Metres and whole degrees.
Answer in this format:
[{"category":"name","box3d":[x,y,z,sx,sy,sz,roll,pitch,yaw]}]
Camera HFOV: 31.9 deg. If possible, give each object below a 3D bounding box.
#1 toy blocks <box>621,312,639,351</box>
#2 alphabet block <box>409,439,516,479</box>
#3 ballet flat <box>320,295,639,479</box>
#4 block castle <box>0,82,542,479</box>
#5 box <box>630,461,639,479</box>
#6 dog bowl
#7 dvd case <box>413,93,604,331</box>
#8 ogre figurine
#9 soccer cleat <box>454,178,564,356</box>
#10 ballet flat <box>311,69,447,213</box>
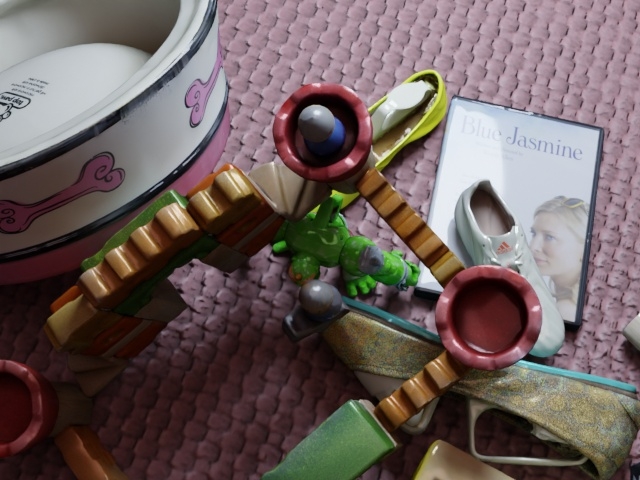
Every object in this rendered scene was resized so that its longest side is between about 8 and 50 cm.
[{"category":"toy blocks","box3d":[0.513,0.049,1.077,0.309,0.288,0.260,-36,68,-21]},{"category":"alphabet block","box3d":[0.132,0.320,0.974,0.197,0.192,0.193,28,64,8]},{"category":"ballet flat","box3d":[0.139,0.150,1.101,0.348,0.123,0.123,17,65,4]},{"category":"block castle","box3d":[-0.065,0.106,0.970,0.453,0.213,0.303,-40,76,3]},{"category":"box","box3d":[0.416,0.349,0.964,0.295,0.073,0.293,9,67,-9]},{"category":"dog bowl","box3d":[-0.269,-0.121,1.090,0.408,0.150,0.408,-13,38,10]},{"category":"dvd case","box3d":[0.212,-0.035,1.237,0.180,0.022,0.253,12,64,2]},{"category":"ogre figurine","box3d":[0.000,0.000,1.145,0.197,0.118,0.097,42,92,11]},{"category":"soccer cleat","box3d":[0.192,0.028,1.151,0.068,0.076,0.196,-20,69,-13]},{"category":"ballet flat","box3d":[0.053,-0.114,1.232,0.231,0.077,0.077,-39,75,-19]}]
